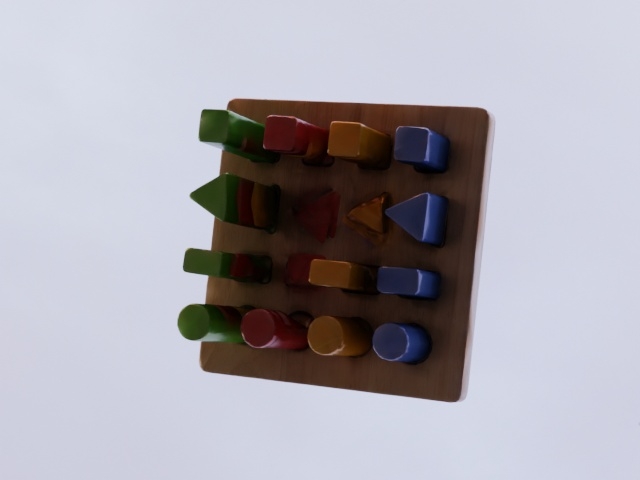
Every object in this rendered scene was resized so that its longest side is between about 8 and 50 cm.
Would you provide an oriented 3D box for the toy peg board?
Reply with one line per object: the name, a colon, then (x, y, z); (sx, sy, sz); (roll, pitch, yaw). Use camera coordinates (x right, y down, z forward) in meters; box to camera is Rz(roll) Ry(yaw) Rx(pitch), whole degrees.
toy peg board: (0.000, 0.000, 0.761); (0.160, 0.079, 0.161); (5, -93, 24)
